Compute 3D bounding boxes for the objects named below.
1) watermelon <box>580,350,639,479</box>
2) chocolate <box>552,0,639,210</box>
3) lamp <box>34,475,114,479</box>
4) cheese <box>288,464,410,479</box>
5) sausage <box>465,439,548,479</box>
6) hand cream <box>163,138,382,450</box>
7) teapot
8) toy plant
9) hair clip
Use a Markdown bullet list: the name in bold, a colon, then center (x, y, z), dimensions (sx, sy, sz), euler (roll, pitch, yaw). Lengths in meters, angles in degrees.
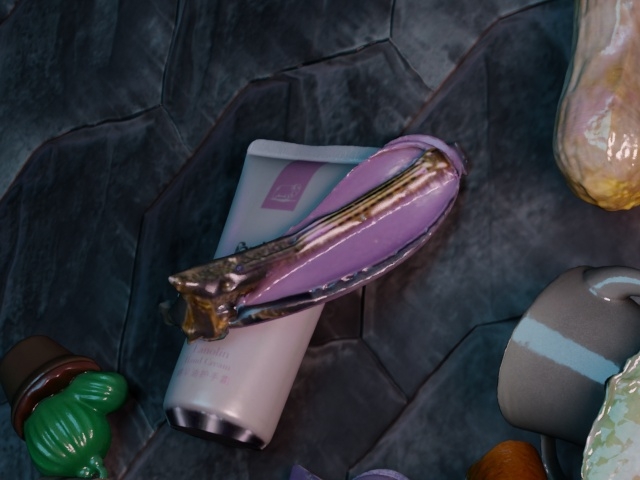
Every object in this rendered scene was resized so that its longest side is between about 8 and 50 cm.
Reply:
- **watermelon**: center (0.368, 0.223, 1.491), dimensions (0.302, 0.151, 0.264), euler (18, 77, 27)
- **chocolate**: center (0.296, -0.175, 1.757), dimensions (0.134, 0.134, 0.309), euler (-3, 64, 40)
- **lamp**: center (-0.300, 0.321, 2.020), dimensions (0.215, 0.121, 0.121), euler (-20, 55, 43)
- **cheese**: center (0.031, 0.274, 1.810), dimensions (0.191, 0.042, 0.105), euler (-3, 64, 43)
- **sausage**: center (0.179, 0.289, 1.522), dimensions (0.076, 0.103, 0.302), euler (-22, 45, 11)
- **hand cream**: center (-0.058, 0.050, 1.966), dimensions (0.185, 0.118, 0.358), euler (5, 66, 35)
- **teapot**: center (0.261, 0.133, 1.626), dimensions (0.149, 0.162, 0.239), euler (27, 112, 34)
- **toy plant**: center (-0.285, 0.193, 2.092), dimensions (0.143, 0.105, 0.200), euler (-43, 63, -2)
- **hair clip**: center (0.001, 0.002, 1.893), dimensions (0.359, 0.095, 0.110), euler (-26, 22, -11)
